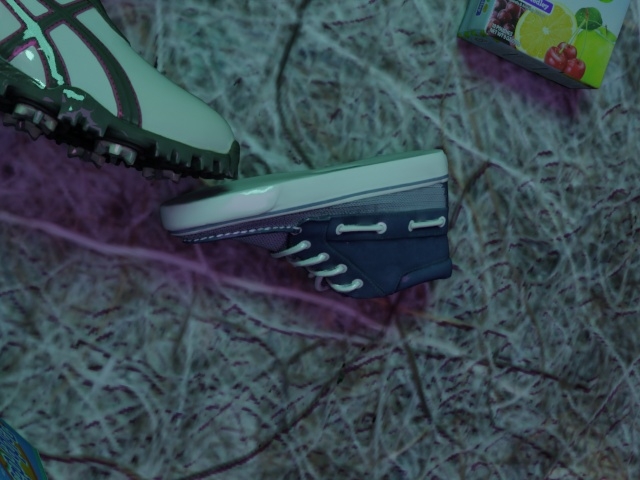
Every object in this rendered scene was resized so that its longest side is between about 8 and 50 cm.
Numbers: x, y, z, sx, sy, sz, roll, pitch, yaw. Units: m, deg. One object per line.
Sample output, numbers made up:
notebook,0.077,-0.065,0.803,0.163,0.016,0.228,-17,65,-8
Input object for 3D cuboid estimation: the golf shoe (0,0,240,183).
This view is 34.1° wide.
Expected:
golf shoe,-0.148,-0.117,0.539,0.273,0.105,0.120,27,81,-25

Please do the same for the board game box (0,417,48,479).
board game box,-0.217,0.079,0.508,0.047,0.160,0.210,-45,111,-10

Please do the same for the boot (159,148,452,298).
boot,0.000,0.000,0.635,0.190,0.069,0.086,-11,100,-23

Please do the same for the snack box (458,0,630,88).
snack box,0.161,-0.183,0.691,0.100,0.037,0.141,20,90,-25
